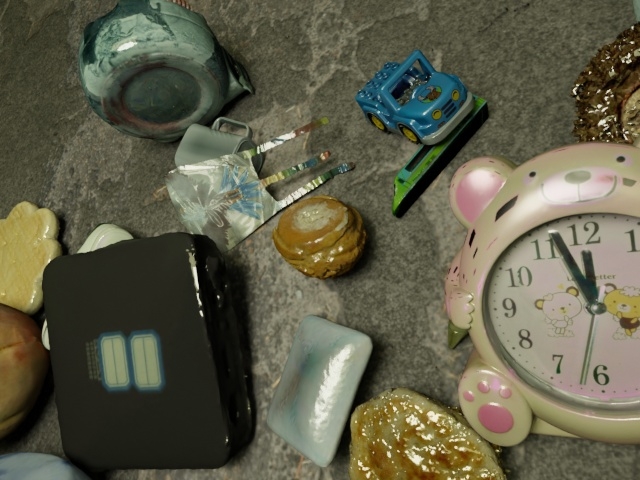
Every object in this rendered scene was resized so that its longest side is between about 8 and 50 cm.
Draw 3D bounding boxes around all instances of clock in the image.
[{"bbox_3d":[0.266,0.053,0.432,0.284,0.114,0.309,-8,98,33],"label":"clock"}]

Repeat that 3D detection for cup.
[{"bbox_3d":[-0.179,-0.164,0.812,0.130,0.095,0.128,17,77,26],"label":"cup"}]

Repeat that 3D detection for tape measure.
[{"bbox_3d":[-0.299,-0.310,0.824,0.256,0.275,0.147,-29,66,18],"label":"tape measure"}]

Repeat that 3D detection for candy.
[{"bbox_3d":[-0.006,0.196,0.602,0.138,0.071,0.174,9,75,50],"label":"candy"}]

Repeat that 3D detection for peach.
[{"bbox_3d":[-0.646,0.244,0.797,0.293,0.247,0.292,0,61,0],"label":"peach"}]

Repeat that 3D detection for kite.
[{"bbox_3d":[-0.110,-0.104,0.739,0.310,0.169,0.015,-30,19,10],"label":"kite"}]

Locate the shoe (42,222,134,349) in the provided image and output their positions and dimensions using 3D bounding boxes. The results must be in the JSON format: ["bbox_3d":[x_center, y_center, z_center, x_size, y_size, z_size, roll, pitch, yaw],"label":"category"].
[{"bbox_3d":[-0.452,0.083,0.859,0.110,0.095,0.264,33,91,49],"label":"shoe"}]

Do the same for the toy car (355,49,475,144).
[{"bbox_3d":[0.127,-0.221,0.662,0.097,0.100,0.191,-47,39,-1],"label":"toy car"}]

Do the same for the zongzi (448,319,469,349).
[{"bbox_3d":[0.243,0.084,0.561,0.154,0.062,0.130,3,95,9],"label":"zongzi"}]

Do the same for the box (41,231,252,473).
[{"bbox_3d":[-0.288,0.179,0.697,0.351,0.091,0.358,-13,84,21],"label":"box"}]

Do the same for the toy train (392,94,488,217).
[{"bbox_3d":[0.166,-0.126,0.663,0.209,0.044,0.042,-49,60,2],"label":"toy train"}]

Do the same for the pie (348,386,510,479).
[{"bbox_3d":[0.119,0.264,0.526,0.194,0.079,0.163,30,91,28],"label":"pie"}]

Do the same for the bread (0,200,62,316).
[{"bbox_3d":[-0.689,0.057,0.990,0.316,0.054,0.315,-9,68,23],"label":"bread"}]

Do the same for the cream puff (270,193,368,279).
[{"bbox_3d":[0.003,0.000,0.655,0.144,0.103,0.126,18,57,45],"label":"cream puff"}]

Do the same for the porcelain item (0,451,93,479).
[{"bbox_3d":[-0.463,0.442,0.638,0.406,0.243,0.178,-10,103,28],"label":"porcelain item"}]

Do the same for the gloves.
[{"bbox_3d":[0.396,-0.088,0.477,0.210,0.135,0.312,-11,92,57],"label":"gloves"}]

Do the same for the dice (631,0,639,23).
[{"bbox_3d":[0.520,-0.298,0.433,0.263,0.265,0.267,-32,62,12],"label":"dice"}]
